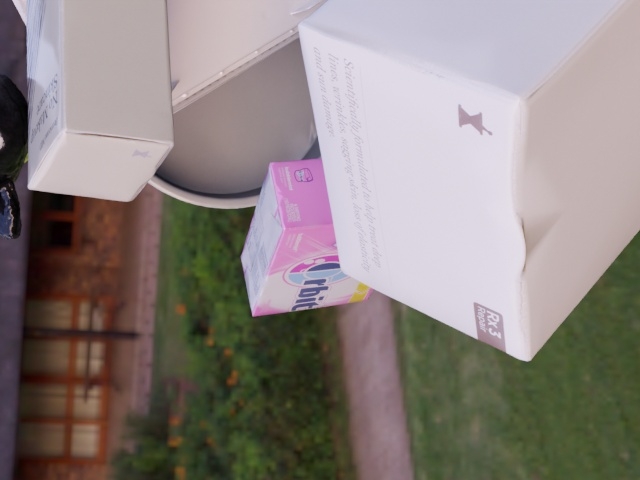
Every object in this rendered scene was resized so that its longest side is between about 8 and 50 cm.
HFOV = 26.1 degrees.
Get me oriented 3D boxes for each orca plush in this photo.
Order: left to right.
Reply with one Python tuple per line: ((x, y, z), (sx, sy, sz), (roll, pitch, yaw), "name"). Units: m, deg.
((-0.331, -0.026, 1.277), (0.287, 0.102, 0.151), (-45, -2, 23), "orca plush")

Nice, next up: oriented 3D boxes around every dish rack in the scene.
((-0.130, -0.276, 1.351), (0.072, 0.333, 0.285), (28, 148, 57), "dish rack")

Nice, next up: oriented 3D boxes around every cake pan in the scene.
((-0.108, -0.177, 1.513), (0.054, 0.293, 0.293), (153, 120, -75), "cake pan")

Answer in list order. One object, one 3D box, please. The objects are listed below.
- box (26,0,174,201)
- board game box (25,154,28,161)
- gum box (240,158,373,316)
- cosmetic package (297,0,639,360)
((-0.186, -0.179, 1.145), (0.113, 0.094, 0.275), (135, 135, -53), "box")
((-0.457, -0.081, 1.759), (0.043, 0.181, 0.092), (46, 169, 14), "board game box")
((0.000, 0.000, 1.164), (0.188, 0.107, 0.062), (114, 148, -62), "gum box")
((0.171, -0.136, 0.878), (0.156, 0.385, 0.217), (28, 145, 31), "cosmetic package")
